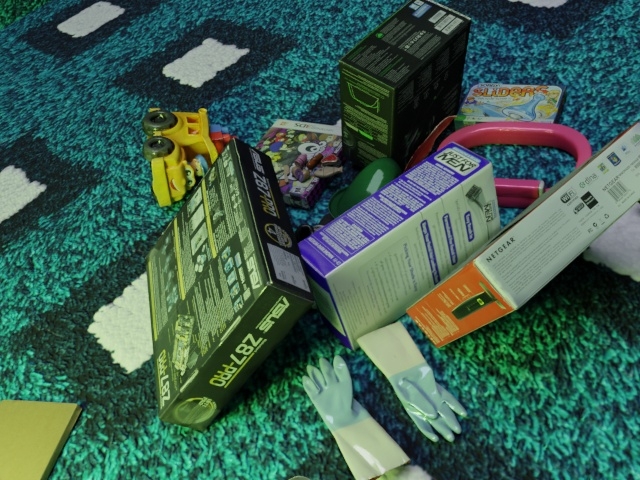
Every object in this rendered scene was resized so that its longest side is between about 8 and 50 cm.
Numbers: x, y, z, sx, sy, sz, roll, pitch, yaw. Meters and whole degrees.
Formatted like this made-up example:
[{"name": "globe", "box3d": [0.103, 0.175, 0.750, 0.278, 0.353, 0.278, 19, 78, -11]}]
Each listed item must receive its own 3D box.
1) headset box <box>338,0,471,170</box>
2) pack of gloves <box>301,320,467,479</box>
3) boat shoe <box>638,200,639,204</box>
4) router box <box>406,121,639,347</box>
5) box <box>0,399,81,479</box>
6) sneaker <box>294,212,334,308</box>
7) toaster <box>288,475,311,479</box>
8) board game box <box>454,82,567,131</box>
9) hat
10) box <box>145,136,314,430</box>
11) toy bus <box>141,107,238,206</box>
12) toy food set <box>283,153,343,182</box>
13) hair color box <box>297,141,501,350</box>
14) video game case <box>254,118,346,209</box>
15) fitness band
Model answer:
[{"name": "headset box", "box3d": [0.165, -0.288, 1.452, 0.131, 0.283, 0.246, 34, 64, 24]}, {"name": "pack of gloves", "box3d": [0.093, 0.245, 1.102, 0.195, 0.046, 0.232, -19, 44, -17]}, {"name": "boat shoe", "box3d": [0.633, -0.096, 1.217, 0.207, 0.073, 0.073, -20, 40, 0]}, {"name": "router box", "box3d": [0.309, 0.005, 1.076, 0.335, 0.301, 0.082, -37, 83, -19]}, {"name": "box", "box3d": [-0.508, 0.357, 1.209, 0.165, 0.021, 0.201, -2, 45, 19]}, {"name": "sneaker", "box3d": [0.000, 0.000, 1.309, 0.086, 0.132, 0.228, -1, 45, 20]}, {"name": "toaster", "box3d": [0.006, 0.394, 0.868, 0.110, 0.168, 0.186, -41, 46, -23]}, {"name": "board game box", "box3d": [0.396, -0.274, 1.521, 0.201, 0.035, 0.136, 7, 49, 27]}, {"name": "hat", "box3d": [0.117, -0.135, 1.338, 0.173, 0.183, 0.208, 21, 36, 19]}, {"name": "box", "box3d": [-0.172, 0.060, 1.216, 0.318, 0.097, 0.395, -49, 36, 22]}, {"name": "toy bus", "box3d": [-0.283, -0.192, 1.629, 0.212, 0.149, 0.220, -5, 44, -8]}, {"name": "toy food set", "box3d": [-0.017, -0.155, 1.501, 0.122, 0.019, 0.078, -12, 44, 4]}, {"name": "hair color box", "box3d": [0.138, 0.007, 1.212, 0.339, 0.185, 0.110, -32, 42, -14]}, {"name": "video game case", "box3d": [-0.059, -0.170, 1.577, 0.210, 0.041, 0.232, 13, 51, 30]}, {"name": "fitness band", "box3d": [0.364, -0.152, 1.392, 0.291, 0.054, 0.209, 7, 48, 25]}]
